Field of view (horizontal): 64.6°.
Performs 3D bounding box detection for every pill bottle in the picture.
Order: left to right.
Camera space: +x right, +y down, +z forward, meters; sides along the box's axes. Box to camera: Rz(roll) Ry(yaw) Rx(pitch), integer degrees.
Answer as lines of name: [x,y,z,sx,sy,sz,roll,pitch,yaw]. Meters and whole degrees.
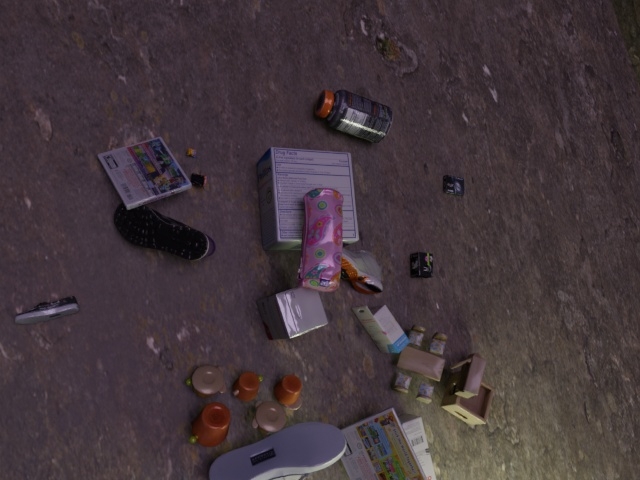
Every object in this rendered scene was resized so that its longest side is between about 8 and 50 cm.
pill bottle: [0.107,-0.423,1.696,0.246,0.130,0.130,15,73,-22]

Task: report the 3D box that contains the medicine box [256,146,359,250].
medicine box: [-0.042,-0.123,1.553,0.264,0.149,0.288,0,79,-25]

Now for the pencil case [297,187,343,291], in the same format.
pencil case: [0.000,0.000,1.383,0.124,0.124,0.283,12,69,-22]

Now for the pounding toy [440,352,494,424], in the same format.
pounding toy: [0.481,0.479,1.703,0.181,0.094,0.206,33,59,-8]

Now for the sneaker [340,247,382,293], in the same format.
sneaker: [0.106,0.067,1.599,0.262,0.099,0.120,40,50,-38]

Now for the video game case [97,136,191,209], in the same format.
video game case: [-0.482,-0.189,1.391,0.184,0.023,0.201,-24,64,-27]

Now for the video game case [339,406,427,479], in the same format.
video game case: [0.168,0.634,1.486,0.207,0.026,0.226,-26,82,6]

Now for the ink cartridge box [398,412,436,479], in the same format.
ink cartridge box: [0.254,0.658,1.557,0.148,0.086,0.202,-9,84,-25]

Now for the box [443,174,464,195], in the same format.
box: [0.498,-0.205,1.892,0.084,0.018,0.067,9,75,-23]

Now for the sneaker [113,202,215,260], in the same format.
sneaker: [-0.425,-0.017,1.392,0.284,0.124,0.107,24,90,6]

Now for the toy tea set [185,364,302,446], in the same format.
toy tea set: [-0.206,0.461,1.394,0.337,0.124,0.199,9,44,-20]

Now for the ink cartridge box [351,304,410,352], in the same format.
ink cartridge box: [0.189,0.266,1.601,0.062,0.104,0.181,-37,96,-27]

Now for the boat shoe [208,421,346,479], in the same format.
boat shoe: [-0.107,0.614,1.370,0.368,0.156,0.135,-15,46,-15]

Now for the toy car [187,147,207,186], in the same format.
toy car: [-0.353,-0.214,1.484,0.041,0.060,0.121,0,85,-57]

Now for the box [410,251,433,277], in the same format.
box: [0.348,0.086,1.742,0.062,0.052,0.083,6,78,-24]

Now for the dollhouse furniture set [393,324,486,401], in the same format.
dollhouse furniture set: [0.366,0.395,1.575,0.242,0.161,0.212,18,70,10]

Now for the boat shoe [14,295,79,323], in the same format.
boat shoe: [-0.679,0.173,1.258,0.142,0.049,0.040,-11,65,-28]

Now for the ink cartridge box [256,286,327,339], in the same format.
ink cartridge box: [-0.084,0.204,1.448,0.128,0.176,0.128,-16,86,-27]
